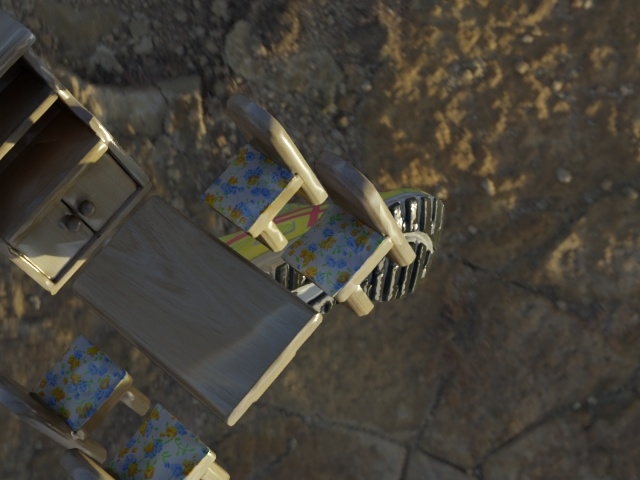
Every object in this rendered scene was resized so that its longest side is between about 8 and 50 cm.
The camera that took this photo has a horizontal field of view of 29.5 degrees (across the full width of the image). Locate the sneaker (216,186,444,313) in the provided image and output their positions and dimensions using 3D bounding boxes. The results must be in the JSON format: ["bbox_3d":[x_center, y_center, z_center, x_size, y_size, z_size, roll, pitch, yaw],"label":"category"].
[{"bbox_3d":[0.000,0.000,0.844,0.208,0.094,0.081,-17,124,-39],"label":"sneaker"}]

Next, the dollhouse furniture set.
[{"bbox_3d":[-0.113,-0.001,0.673,0.212,0.242,0.161,-49,145,-10],"label":"dollhouse furniture set"}]
